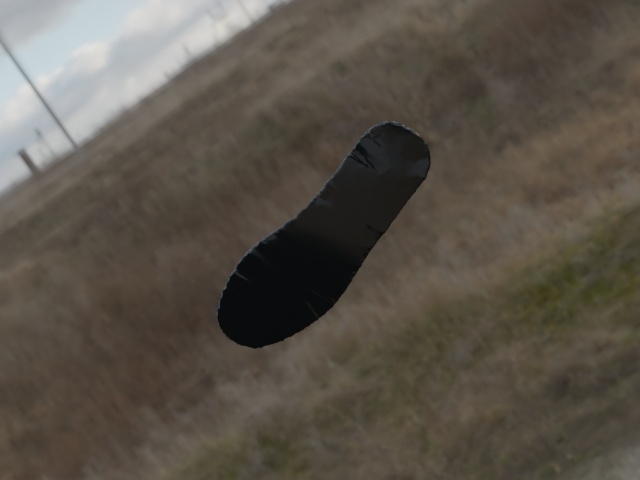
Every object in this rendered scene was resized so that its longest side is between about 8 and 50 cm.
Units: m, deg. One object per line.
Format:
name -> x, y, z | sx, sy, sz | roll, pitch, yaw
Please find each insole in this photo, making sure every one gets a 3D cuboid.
insole -> 0.000, 0.000, 0.726 | 0.153, 0.053, 0.002 | -52, 1, 22
